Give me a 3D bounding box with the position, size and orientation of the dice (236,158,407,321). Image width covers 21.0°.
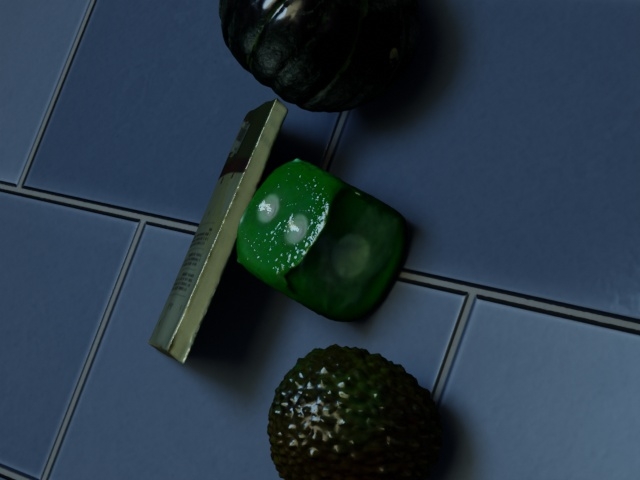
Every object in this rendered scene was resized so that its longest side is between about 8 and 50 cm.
[{"bbox_3d":[0.000,0.000,1.752,0.120,0.128,0.131,29,92,46],"label":"dice"}]

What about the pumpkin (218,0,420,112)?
[{"bbox_3d":[-0.001,-0.237,1.803,0.162,0.220,0.220,-52,45,29],"label":"pumpkin"}]

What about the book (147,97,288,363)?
[{"bbox_3d":[-0.113,-0.011,1.853,0.289,0.026,0.201,-67,11,-4],"label":"book"}]

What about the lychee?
[{"bbox_3d":[0.034,0.175,1.631,0.171,0.171,0.171,-18,59,34],"label":"lychee"}]
